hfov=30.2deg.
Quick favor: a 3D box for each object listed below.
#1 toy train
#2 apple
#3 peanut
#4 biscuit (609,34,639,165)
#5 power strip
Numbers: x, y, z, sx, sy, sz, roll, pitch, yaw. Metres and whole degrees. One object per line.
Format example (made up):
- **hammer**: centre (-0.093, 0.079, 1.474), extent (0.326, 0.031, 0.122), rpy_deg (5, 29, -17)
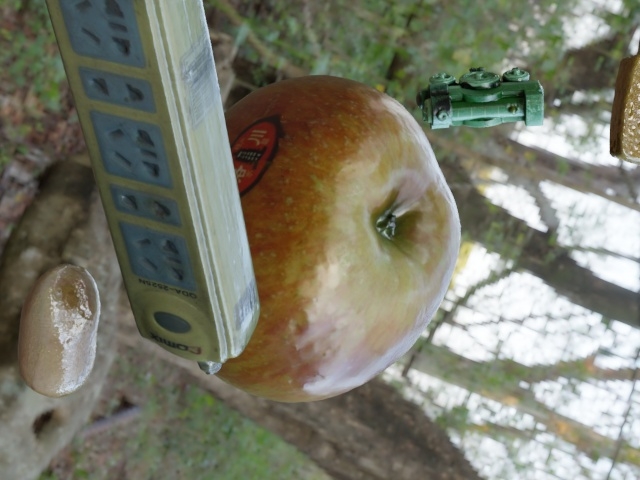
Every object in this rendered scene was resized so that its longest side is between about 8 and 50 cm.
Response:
- **toy train**: centre (0.223, -0.192, 1.652), extent (0.105, 0.178, 0.071), rpy_deg (-86, 172, -62)
- **apple**: centre (0.000, 0.000, 1.095), extent (0.250, 0.277, 0.309), rpy_deg (17, -93, 62)
- **peanut**: centre (-0.255, 0.089, 1.160), extent (0.076, 0.076, 0.152), rpy_deg (-71, 176, -62)
- **biscuit**: centre (0.348, -0.144, 1.065), extent (0.238, 0.212, 0.041), rpy_deg (-36, -170, -11)
- **power strip**: centre (-0.105, -0.039, 0.792), extent (0.388, 0.092, 0.066), rpy_deg (82, 29, -44)
